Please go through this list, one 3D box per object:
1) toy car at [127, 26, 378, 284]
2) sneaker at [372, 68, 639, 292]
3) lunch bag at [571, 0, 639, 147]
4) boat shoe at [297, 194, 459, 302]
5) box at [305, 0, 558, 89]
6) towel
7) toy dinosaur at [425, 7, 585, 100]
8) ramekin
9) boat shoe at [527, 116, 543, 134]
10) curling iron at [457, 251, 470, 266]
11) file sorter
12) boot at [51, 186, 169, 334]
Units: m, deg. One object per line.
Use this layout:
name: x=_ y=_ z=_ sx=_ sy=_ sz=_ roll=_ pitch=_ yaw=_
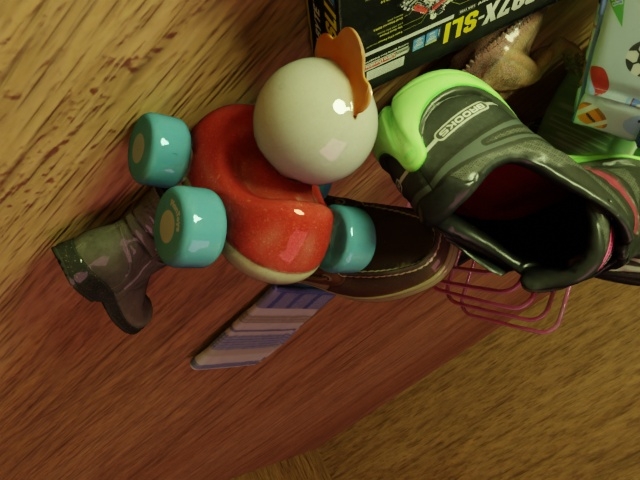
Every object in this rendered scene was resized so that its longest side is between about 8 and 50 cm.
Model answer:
toy car: x=-0.028 y=-0.102 z=0.588 sx=0.219 sy=0.210 sz=0.238 roll=5 pitch=132 yaw=-38
sneaker: x=0.267 y=-0.013 z=0.694 sx=0.483 sy=0.202 sz=0.185 roll=15 pitch=134 yaw=-25
lunch bag: x=0.386 y=-0.270 z=0.674 sx=0.243 sy=0.115 sz=0.303 roll=-36 pitch=145 yaw=-46
boat shoe: x=0.000 y=0.000 z=0.782 sx=0.342 sy=0.123 sz=0.123 roll=4 pitch=165 yaw=38
box: x=0.138 y=-0.287 z=0.548 sx=0.322 sy=0.079 sz=0.257 roll=-27 pitch=159 yaw=-7
towel: x=-0.115 y=0.174 z=1.262 sx=0.285 sy=0.034 sz=0.209 roll=-44 pitch=151 yaw=26
toy dinosaur: x=0.186 y=-0.193 z=0.752 sx=0.200 sy=0.127 sz=0.296 roll=-2 pitch=140 yaw=-36
ramekin: x=0.468 y=-0.173 z=0.970 sx=0.303 sy=0.148 sz=0.303 roll=-31 pitch=141 yaw=-30
boat shoe: x=0.407 y=-0.152 z=1.139 sx=0.233 sy=0.084 sz=0.079 roll=29 pitch=76 yaw=-64
curling iron: x=0.320 y=0.055 z=1.525 sx=0.274 sy=0.035 sz=0.068 roll=-19 pitch=155 yaw=-23
file sorter: x=0.276 y=0.015 z=0.999 sx=0.290 sy=0.202 sz=0.182 roll=35 pitch=70 yaw=-47
boot: x=-0.214 y=0.030 z=0.791 sx=0.161 sy=0.083 sz=0.246 roll=-32 pitch=159 yaw=-10
